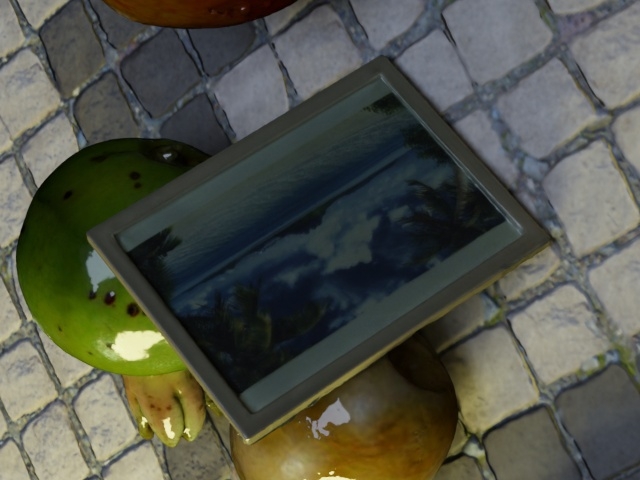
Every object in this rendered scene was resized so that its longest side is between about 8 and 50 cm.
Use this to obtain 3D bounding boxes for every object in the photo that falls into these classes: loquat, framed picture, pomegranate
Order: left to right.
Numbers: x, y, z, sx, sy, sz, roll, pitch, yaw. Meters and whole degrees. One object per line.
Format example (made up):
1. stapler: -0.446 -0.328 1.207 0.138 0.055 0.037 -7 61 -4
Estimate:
1. pomegranate: -0.157 0.052 1.556 0.236 0.236 0.302 23 126 31
2. framed picture: 0.000 0.000 1.416 0.232 0.315 0.024 49 158 21
3. loquat: 0.014 0.158 1.470 0.227 0.179 0.179 -42 70 39

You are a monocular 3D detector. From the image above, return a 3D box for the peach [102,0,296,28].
1. peach: -0.095 -0.300 1.464 0.281 0.238 0.281 -4 78 20
